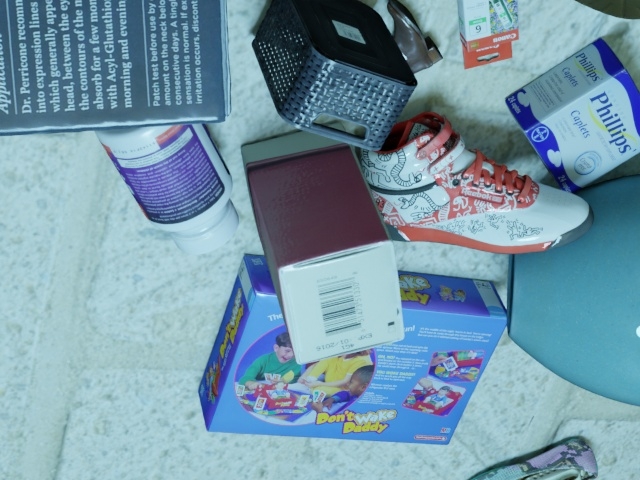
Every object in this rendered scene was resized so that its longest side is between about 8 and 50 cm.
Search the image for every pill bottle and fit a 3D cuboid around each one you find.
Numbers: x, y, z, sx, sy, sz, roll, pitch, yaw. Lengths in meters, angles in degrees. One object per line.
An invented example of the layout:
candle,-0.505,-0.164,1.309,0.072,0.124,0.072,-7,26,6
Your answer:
pill bottle,-0.161,-0.078,1.438,0.108,0.108,0.193,-24,129,3

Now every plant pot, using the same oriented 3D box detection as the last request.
plant pot,0.330,0.057,1.599,0.196,0.290,0.290,2,128,5

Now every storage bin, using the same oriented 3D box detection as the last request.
storage bin,0.012,-0.185,1.357,0.122,0.180,0.084,15,121,-26

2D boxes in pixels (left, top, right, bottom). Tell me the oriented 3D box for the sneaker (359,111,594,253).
sneaker,0.173,-0.069,1.501,0.270,0.090,0.145,3,128,20

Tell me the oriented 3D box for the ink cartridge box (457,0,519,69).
ink cartridge box,0.188,-0.240,1.464,0.063,0.029,0.115,-15,129,-5

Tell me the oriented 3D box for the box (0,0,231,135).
box,-0.297,-0.212,1.141,0.396,0.293,0.211,-4,104,-12

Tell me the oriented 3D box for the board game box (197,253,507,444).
board game box,0.041,0.149,1.694,0.347,0.078,0.233,7,125,-21

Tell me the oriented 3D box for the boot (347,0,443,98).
boot,0.065,-0.203,1.456,0.114,0.037,0.106,-32,127,16

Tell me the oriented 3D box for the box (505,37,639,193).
box,0.312,-0.144,1.548,0.137,0.072,0.126,-33,129,10

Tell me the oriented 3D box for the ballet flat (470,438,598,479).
ballet flat,0.307,0.366,1.941,0.222,0.079,0.077,-23,131,2

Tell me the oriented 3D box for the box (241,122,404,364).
box,0.000,0.000,1.465,0.127,0.232,0.148,-14,129,-5

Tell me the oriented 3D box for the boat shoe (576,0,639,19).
boat shoe,0.251,-0.328,1.379,0.302,0.109,0.098,18,81,-27
